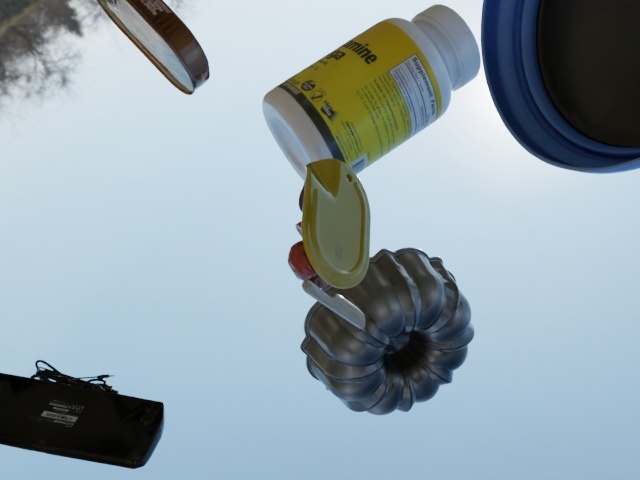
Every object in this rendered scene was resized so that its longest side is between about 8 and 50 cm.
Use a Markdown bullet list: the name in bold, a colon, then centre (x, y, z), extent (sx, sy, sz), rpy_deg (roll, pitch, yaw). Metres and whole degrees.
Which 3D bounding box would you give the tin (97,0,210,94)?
- **tin**: centre (-0.201, -0.252, 0.760), extent (0.040, 0.189, 0.106), rpy_deg (-43, 180, -19)

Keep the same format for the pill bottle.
- **pill bottle**: centre (0.088, -0.240, 1.063), extent (0.334, 0.188, 0.188), rpy_deg (-35, -149, -10)

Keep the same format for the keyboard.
- **keyboard**: centre (-0.238, 0.168, 0.618), extent (0.192, 0.038, 0.100), rpy_deg (9, -144, 8)

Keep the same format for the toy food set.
- **toy food set**: centre (0.000, 0.000, 0.846), extent (0.071, 0.128, 0.217), rpy_deg (-18, -124, 39)

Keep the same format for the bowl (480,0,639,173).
- **bowl**: centre (0.320, -0.262, 0.665), extent (0.391, 0.077, 0.391), rpy_deg (-179, -90, -64)

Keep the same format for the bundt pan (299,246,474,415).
- **bundt pan**: centre (0.138, 0.184, 1.175), extent (0.331, 0.331, 0.124), rpy_deg (-38, -143, -1)
